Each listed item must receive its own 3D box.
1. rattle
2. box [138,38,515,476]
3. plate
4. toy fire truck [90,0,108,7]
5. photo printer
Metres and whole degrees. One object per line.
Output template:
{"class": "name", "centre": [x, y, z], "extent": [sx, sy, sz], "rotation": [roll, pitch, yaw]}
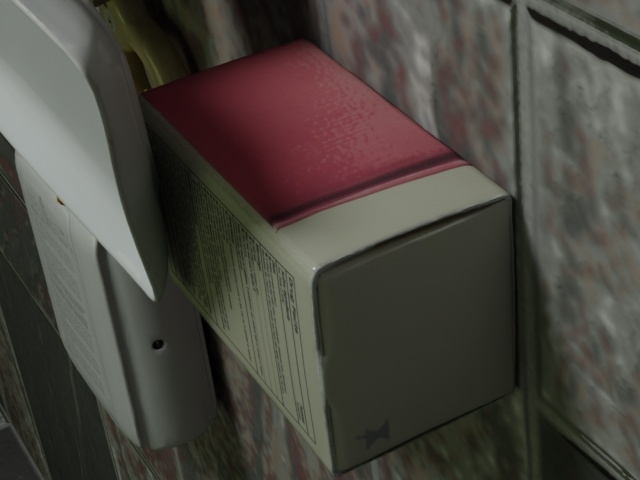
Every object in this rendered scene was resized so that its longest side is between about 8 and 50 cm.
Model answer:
{"class": "rattle", "centre": [-0.191, -0.147, 1.164], "extent": [0.199, 0.143, 0.130], "rotation": [65, 175, -7]}
{"class": "box", "centre": [0.000, 0.000, 0.841], "extent": [0.232, 0.127, 0.148], "rotation": [44, 149, 47]}
{"class": "plate", "centre": [-0.182, -0.120, 0.833], "extent": [0.278, 0.045, 0.277], "rotation": [45, 164, 20]}
{"class": "toy fire truck", "centre": [-0.217, -0.319, 1.061], "extent": [0.217, 0.158, 0.246], "rotation": [29, 139, 37]}
{"class": "photo printer", "centre": [-0.212, 0.025, 1.423], "extent": [0.256, 0.107, 0.307], "rotation": [41, 146, 51]}
